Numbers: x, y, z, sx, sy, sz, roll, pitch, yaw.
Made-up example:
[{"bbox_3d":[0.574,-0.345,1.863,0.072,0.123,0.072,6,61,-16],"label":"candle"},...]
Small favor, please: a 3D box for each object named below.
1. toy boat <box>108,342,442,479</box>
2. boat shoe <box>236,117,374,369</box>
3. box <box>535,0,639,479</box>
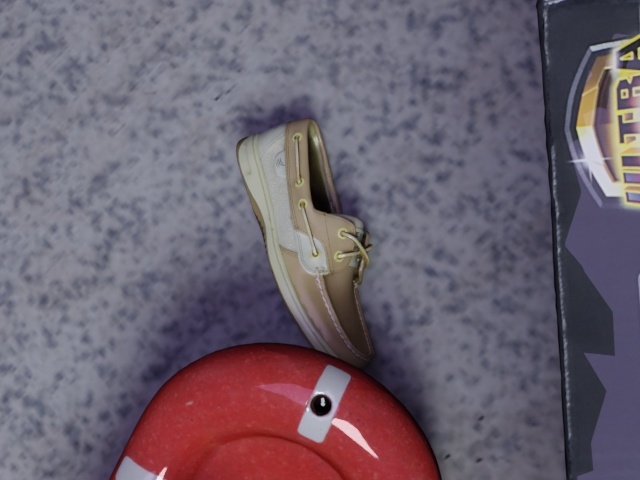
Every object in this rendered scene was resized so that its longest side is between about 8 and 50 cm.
[{"bbox_3d":[-0.040,0.156,0.542,0.151,0.151,0.231,25,87,5],"label":"toy boat"},{"bbox_3d":[0.000,0.000,0.626,0.045,0.050,0.135,-27,73,16],"label":"boat shoe"},{"bbox_3d":[0.127,0.098,0.437,0.073,0.295,0.293,-5,79,14],"label":"box"}]
